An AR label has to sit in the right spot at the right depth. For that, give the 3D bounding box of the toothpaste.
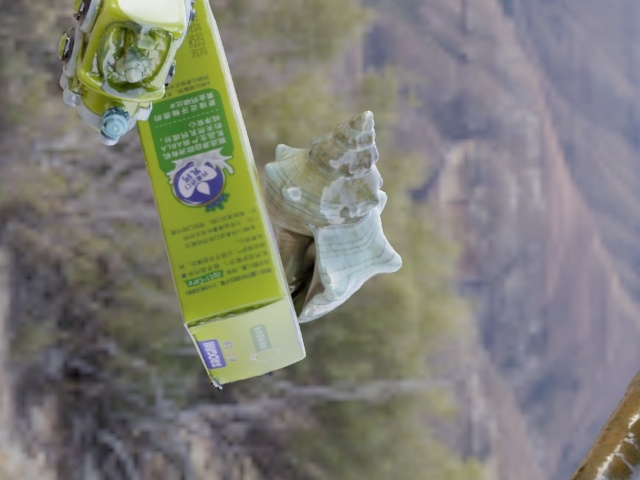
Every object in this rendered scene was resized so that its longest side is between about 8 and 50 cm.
[{"bbox_3d":[-0.089,-0.061,1.414,0.110,0.077,0.327,78,-4,-61],"label":"toothpaste"}]

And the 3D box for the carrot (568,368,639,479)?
[{"bbox_3d":[0.267,0.109,1.427,0.342,0.070,0.070,-50,151,-32],"label":"carrot"}]

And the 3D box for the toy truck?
[{"bbox_3d":[-0.122,-0.112,1.186,0.077,0.076,0.111,-102,-152,-48],"label":"toy truck"}]

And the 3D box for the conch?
[{"bbox_3d":[0.013,-0.003,1.554,0.137,0.114,0.234,-131,-143,-58],"label":"conch"}]
